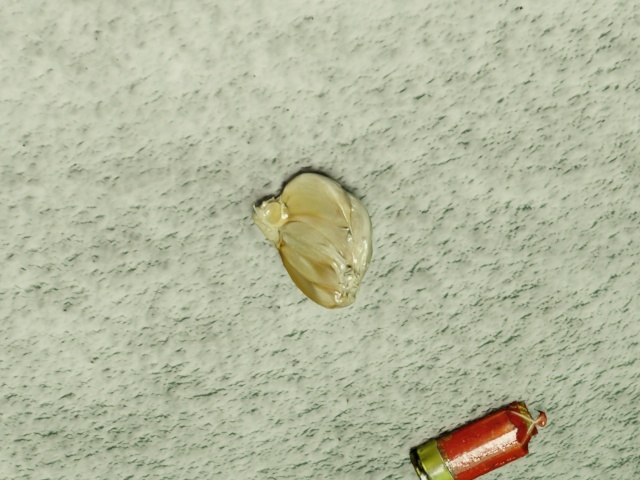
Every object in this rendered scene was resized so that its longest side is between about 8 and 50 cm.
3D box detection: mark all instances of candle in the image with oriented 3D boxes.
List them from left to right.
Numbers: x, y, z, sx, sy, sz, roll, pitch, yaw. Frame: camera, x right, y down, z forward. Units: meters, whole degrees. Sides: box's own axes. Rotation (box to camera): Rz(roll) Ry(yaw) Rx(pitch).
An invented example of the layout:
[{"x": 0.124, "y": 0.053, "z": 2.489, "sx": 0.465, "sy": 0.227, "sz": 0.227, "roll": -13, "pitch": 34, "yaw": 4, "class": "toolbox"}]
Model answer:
[{"x": 0.149, "y": 0.189, "z": 1.750, "sx": 0.131, "sy": 0.052, "sz": 0.052, "roll": -27, "pitch": 135, "yaw": 6, "class": "candle"}]

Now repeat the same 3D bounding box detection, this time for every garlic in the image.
[{"x": 0.005, "y": 0.000, "z": 1.503, "sx": 0.074, "sy": 0.094, "sz": 0.113, "roll": -42, "pitch": 142, "yaw": -37, "class": "garlic"}]
